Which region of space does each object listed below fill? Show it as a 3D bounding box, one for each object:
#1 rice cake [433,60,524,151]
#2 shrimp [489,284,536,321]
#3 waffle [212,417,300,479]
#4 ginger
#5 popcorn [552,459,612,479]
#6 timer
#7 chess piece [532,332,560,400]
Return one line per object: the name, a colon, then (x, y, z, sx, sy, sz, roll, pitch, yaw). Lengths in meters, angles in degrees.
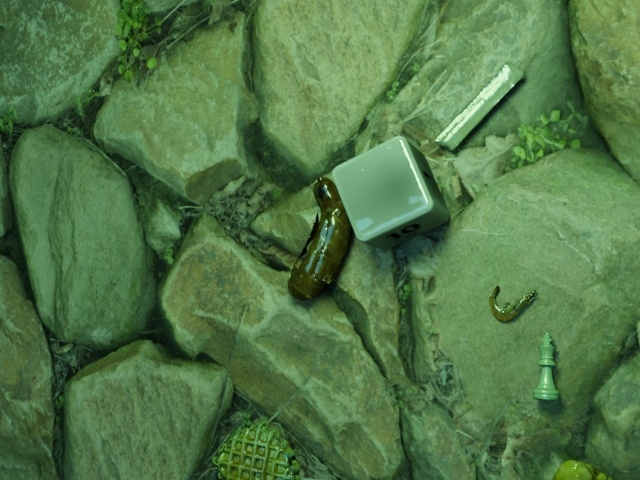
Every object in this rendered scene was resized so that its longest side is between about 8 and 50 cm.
rice cake: (0.373, -0.313, 1.900, 0.057, 0.052, 0.256, 40, 100, -14)
shrimp: (0.437, 0.131, 1.840, 0.114, 0.023, 0.083, -40, 69, 16)
waffle: (-0.160, 0.570, 2.000, 0.214, 0.054, 0.208, -37, 76, 11)
ginger: (0.008, 0.008, 1.981, 0.133, 0.107, 0.309, 24, 94, 45)
popcorn: (0.538, 0.557, 1.656, 0.226, 0.200, 0.203, 3, 90, 20)
timer: (0.168, -0.106, 1.880, 0.192, 0.195, 0.194, -25, 76, 17)
chess piece: (0.503, 0.279, 1.780, 0.059, 0.059, 0.149, 1, 80, 21)
